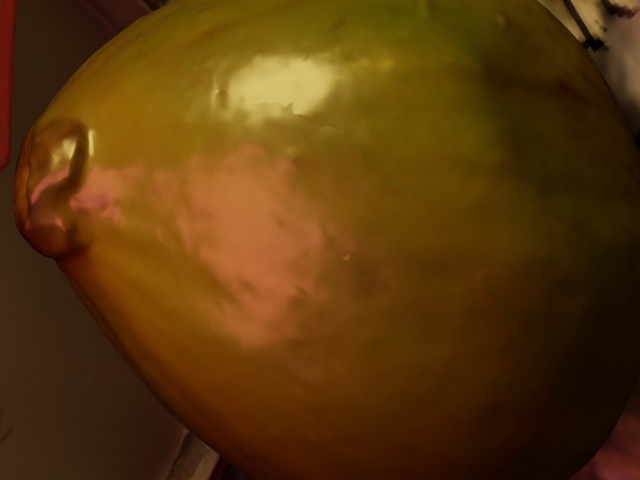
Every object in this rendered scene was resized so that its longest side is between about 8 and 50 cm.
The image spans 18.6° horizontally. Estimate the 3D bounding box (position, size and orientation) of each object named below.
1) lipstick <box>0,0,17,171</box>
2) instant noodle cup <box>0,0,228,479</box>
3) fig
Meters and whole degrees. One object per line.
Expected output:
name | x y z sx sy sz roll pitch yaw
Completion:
lipstick | -0.089 -0.159 0.491 0.051 0.051 0.312 -22 61 49
instant noodle cup | -0.150 0.015 0.569 0.192 0.250 0.250 -6 96 39
fig | 0.008 -0.001 0.468 0.153 0.121 0.136 12 105 21
